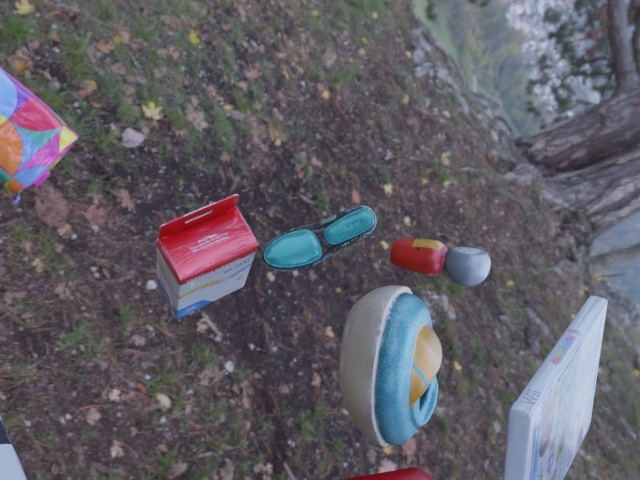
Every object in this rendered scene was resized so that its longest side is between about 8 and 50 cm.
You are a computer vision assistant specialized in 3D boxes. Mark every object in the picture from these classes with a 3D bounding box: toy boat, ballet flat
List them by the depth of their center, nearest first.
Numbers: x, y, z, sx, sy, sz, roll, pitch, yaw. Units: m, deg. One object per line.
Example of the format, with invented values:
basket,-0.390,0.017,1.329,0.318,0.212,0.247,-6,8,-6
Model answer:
toy boat,0.137,0.123,0.875,0.267,0.148,0.318,72,35,-49
ballet flat,0.000,0.000,0.977,0.070,0.188,0.070,-19,90,-89

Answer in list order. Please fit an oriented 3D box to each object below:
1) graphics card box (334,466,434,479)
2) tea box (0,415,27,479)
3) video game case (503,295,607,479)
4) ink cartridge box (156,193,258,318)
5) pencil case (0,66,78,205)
graphics card box,-0.005,0.448,0.726,0.233,0.094,0.370,5,111,-34
tea box,-0.400,0.254,0.463,0.220,0.323,0.329,12,102,-42
video game case,0.118,0.090,0.310,0.122,0.011,0.087,-28,123,-48
ink cartridge box,-0.181,0.030,0.974,0.134,0.231,0.078,-26,75,-23
pencil case,-0.364,-0.147,0.627,0.236,0.104,0.104,48,43,-26
